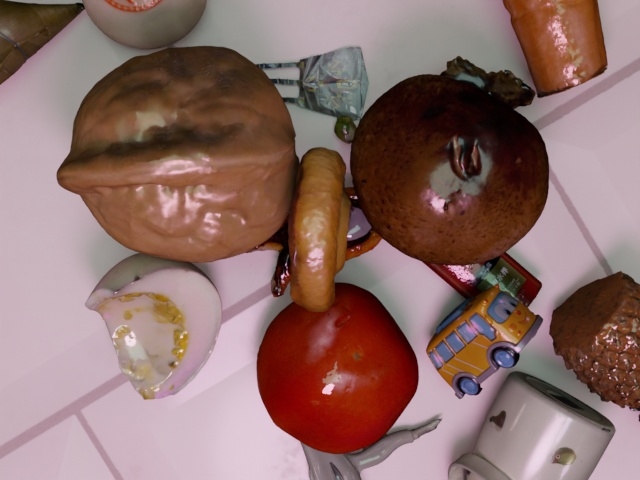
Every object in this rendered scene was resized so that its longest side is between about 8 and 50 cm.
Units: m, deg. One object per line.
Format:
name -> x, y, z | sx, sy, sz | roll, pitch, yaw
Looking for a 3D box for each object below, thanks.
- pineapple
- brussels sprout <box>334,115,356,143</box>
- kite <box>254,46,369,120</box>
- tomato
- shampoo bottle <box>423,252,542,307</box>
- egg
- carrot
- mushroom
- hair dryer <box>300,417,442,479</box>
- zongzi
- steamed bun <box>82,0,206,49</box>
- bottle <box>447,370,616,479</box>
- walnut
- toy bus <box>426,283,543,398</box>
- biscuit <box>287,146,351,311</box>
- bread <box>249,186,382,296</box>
pineapple -> 0.586, 0.237, 1.598 | 0.202, 0.202, 0.362 | -45, 106, -3
brussels sprout -> 0.066, -0.203, 1.623 | 0.083, 0.046, 0.051 | 15, 95, -4
kite -> -0.030, -0.296, 1.632 | 0.245, 0.015, 0.141 | 0, 89, -7
tomato -> 0.036, 0.218, 1.519 | 0.298, 0.226, 0.299 | 5, 68, -12
shampoo bottle -> 0.264, 0.027, 1.621 | 0.314, 0.076, 0.118 | 41, 89, -3
egg -> -0.298, 0.120, 1.546 | 0.206, 0.161, 0.271 | -34, 132, -22
carrot -> 0.440, -0.410, 1.583 | 0.196, 0.196, 0.254 | -23, 96, -3
mushroom -> 0.213, -0.145, 1.514 | 0.331, 0.356, 0.334 | 18, 112, -17
hair dryer -> 0.060, 0.357, 1.622 | 0.229, 0.092, 0.267 | 44, 73, 3
zongzi -> -0.587, -0.415, 1.556 | 0.228, 0.115, 0.256 | 44, 77, 4
steamed bun -> -0.317, -0.463, 1.549 | 0.231, 0.145, 0.232 | 0, 90, -4
bottle -> 0.350, 0.431, 1.566 | 0.229, 0.229, 0.352 | 28, 96, -3
walnut -> -0.221, -0.146, 1.441 | 0.383, 0.383, 0.384 | 0, 90, -4
toy bus -> 0.288, 0.176, 1.564 | 0.136, 0.126, 0.209 | 45, 131, 5
biscuit -> 0.003, -0.030, 1.428 | 0.091, 0.213, 0.274 | 6, 66, 5
bread -> -0.001, -0.009, 1.602 | 0.269, 0.095, 0.139 | -29, 76, 7
